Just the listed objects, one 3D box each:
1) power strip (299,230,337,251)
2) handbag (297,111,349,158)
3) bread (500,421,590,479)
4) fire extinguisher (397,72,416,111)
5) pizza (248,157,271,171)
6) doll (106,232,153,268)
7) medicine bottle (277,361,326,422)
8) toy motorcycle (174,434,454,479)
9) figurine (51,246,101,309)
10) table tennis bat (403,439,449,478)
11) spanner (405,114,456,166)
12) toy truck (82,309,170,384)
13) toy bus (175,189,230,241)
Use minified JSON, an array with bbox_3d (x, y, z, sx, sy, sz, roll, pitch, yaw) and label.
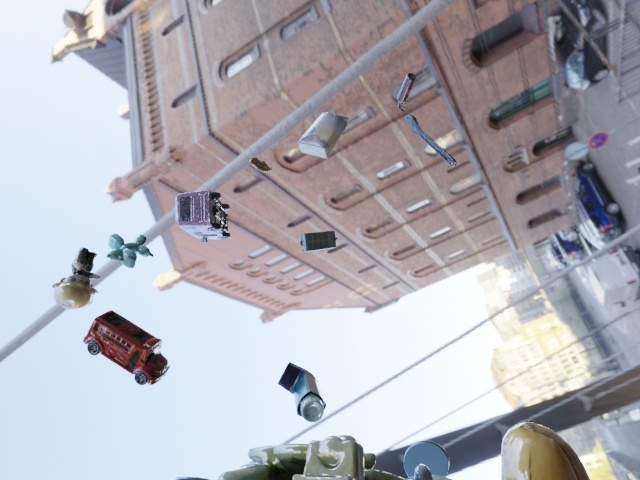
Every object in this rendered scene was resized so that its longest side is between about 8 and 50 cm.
[{"bbox_3d":[0.000,0.000,1.271,0.136,0.019,0.050,-5,-91,-45],"label":"power strip"},{"bbox_3d":[0.016,-0.361,1.644,0.173,0.117,0.095,-57,-29,-23],"label":"handbag"},{"bbox_3d":[0.184,0.239,0.385,0.114,0.077,0.189,-24,-72,-68],"label":"bread"},{"bbox_3d":[0.199,-0.352,1.128,0.100,0.032,0.046,109,164,-58],"label":"fire extinguisher"},{"bbox_3d":[-0.166,-0.206,1.325,0.083,0.016,0.037,17,-125,-46],"label":"pizza"},{"bbox_3d":[-0.642,0.033,1.605,0.159,0.059,0.158,1,-150,-45],"label":"doll"},{"bbox_3d":[-0.051,0.443,1.407,0.124,0.079,0.258,29,179,-10],"label":"medicine bottle"},{"bbox_3d":[0.012,0.284,0.453,0.410,0.237,0.168,37,-134,-46],"label":"toy motorcycle"},{"bbox_3d":[-0.757,0.122,1.520,0.114,0.108,0.196,53,-137,-53],"label":"figurine"},{"bbox_3d":[0.236,0.535,1.124,0.100,0.155,0.019,31,-164,13],"label":"table tennis bat"},{"bbox_3d":[0.315,-0.287,1.383,0.208,0.012,0.046,50,157,18],"label":"spanner"},{"bbox_3d":[-0.564,0.318,1.434,0.253,0.114,0.107,29,-165,5],"label":"toy truck"},{"bbox_3d":[-0.291,-0.057,1.211,0.199,0.108,0.096,89,177,-80],"label":"toy bus"}]
